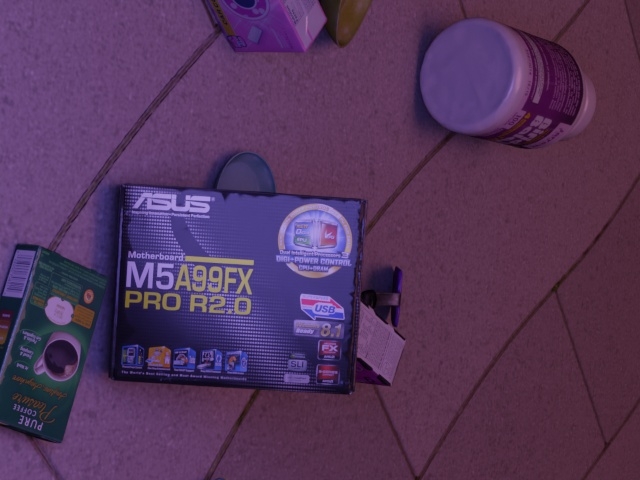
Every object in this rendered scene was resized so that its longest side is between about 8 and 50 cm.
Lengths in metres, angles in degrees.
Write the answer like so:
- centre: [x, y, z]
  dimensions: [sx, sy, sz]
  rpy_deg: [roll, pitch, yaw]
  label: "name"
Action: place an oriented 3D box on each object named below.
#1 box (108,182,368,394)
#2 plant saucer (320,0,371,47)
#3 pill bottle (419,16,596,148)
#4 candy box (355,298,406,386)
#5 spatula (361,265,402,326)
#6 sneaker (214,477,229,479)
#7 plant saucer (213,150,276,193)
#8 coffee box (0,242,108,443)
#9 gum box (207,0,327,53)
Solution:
- centre: [-0.090, 0.052, 1.612]
  dimensions: [0.060, 0.270, 0.216]
  rpy_deg: [-147, -118, -85]
  label: "box"
- centre: [0.049, -0.364, 1.864]
  dimensions: [0.241, 0.037, 0.241]
  rpy_deg: [21, 90, -82]
  label: "plant saucer"
- centre: [0.290, -0.224, 2.182]
  dimensions: [0.301, 0.169, 0.169]
  rpy_deg: [5, 89, -54]
  label: "pill bottle"
- centre: [-0.021, 0.097, 1.788]
  dimensions: [0.233, 0.159, 0.071]
  rpy_deg: [43, 58, -47]
  label: "candy box"
- centre: [0.081, 0.079, 1.952]
  dimensions: [0.296, 0.030, 0.084]
  rpy_deg: [-1, 96, -76]
  label: "spatula"
- centre: [-0.131, 0.358, 1.758]
  dimensions: [0.059, 0.053, 0.144]
  rpy_deg: [-2, 87, -55]
  label: "sneaker"
- centre: [-0.097, -0.049, 1.782]
  dimensions: [0.119, 0.021, 0.119]
  rpy_deg: [-9, 101, -53]
  label: "plant saucer"
- centre: [-0.289, 0.106, 1.511]
  dimensions: [0.113, 0.040, 0.184]
  rpy_deg: [30, 69, -52]
  label: "coffee box"
- centre: [-0.078, -0.299, 1.704]
  dimensions: [0.062, 0.107, 0.188]
  rpy_deg: [-59, 137, -32]
  label: "gum box"
